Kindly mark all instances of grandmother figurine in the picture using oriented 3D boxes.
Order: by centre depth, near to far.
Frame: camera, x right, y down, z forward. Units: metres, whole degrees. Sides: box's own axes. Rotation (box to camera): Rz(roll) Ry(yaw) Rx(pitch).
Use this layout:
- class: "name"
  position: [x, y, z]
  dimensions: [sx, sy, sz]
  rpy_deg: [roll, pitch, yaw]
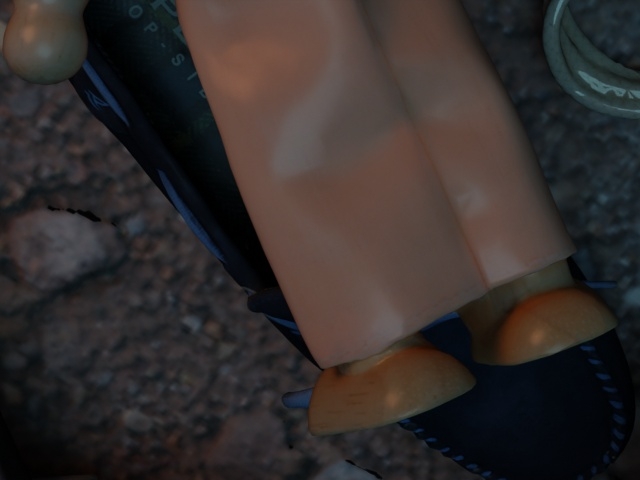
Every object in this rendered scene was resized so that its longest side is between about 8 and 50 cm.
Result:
- class: "grandmother figurine"
  position: [-0.018, -0.108, 0.645]
  dimensions: [0.208, 0.104, 0.342]
  rpy_deg: [-21, 92, -28]

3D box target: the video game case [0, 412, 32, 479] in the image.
- class: "video game case"
  position: [-0.246, 0.130, 0.792]
  dimensions: [0.248, 0.035, 0.275]
  rpy_deg: [-27, 84, 8]

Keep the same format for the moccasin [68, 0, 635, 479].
- class: "moccasin"
  position: [0.000, 0.000, 0.766]
  dimensions: [0.342, 0.117, 0.138]
  rpy_deg: [40, 105, -15]

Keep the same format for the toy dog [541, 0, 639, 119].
- class: "toy dog"
  position: [0.261, -0.037, 0.736]
  dimensions: [0.220, 0.161, 0.334]
  rpy_deg: [-42, 109, 13]

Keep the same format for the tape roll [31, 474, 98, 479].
- class: "tape roll"
  position: [-0.134, 0.303, 0.824]
  dimensions: [0.392, 0.072, 0.392]
  rpy_deg: [0, 90, 10]
